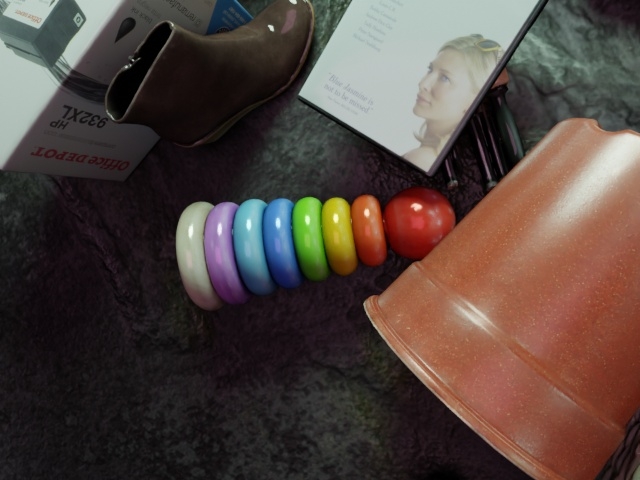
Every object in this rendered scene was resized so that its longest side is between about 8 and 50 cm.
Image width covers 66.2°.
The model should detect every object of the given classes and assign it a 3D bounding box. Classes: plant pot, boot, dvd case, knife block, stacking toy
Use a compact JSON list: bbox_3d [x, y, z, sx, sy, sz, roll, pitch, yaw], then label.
[{"bbox_3d":[0.231,0.047,0.480,0.272,0.272,0.265,39,98,9],"label":"plant pot"},{"bbox_3d":[-0.114,-0.213,0.578,0.090,0.207,0.248,44,102,8],"label":"boot"},{"bbox_3d":[0.112,-0.219,0.527,0.180,0.022,0.253,33,100,11],"label":"dvd case"},{"bbox_3d":[0.173,-0.203,0.571,0.242,0.088,0.275,28,99,10],"label":"knife block"},{"bbox_3d":[0.000,0.000,0.614,0.330,0.141,0.141,-8,91,7],"label":"stacking toy"}]

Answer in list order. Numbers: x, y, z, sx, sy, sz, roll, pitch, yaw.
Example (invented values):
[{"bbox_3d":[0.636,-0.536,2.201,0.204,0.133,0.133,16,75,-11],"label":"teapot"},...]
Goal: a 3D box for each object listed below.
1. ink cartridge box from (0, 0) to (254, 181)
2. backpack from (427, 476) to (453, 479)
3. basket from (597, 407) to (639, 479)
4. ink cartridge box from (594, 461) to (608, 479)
[{"bbox_3d":[-0.257,-0.228,0.604,0.129,0.223,0.307,46,102,7],"label":"ink cartridge box"},{"bbox_3d":[0.121,0.397,0.588,0.115,0.152,0.182,40,113,18],"label":"backpack"},{"bbox_3d":[0.419,0.264,0.376,0.331,0.266,0.328,21,98,11],"label":"basket"},{"bbox_3d":[0.474,0.193,0.528,0.296,0.066,0.261,16,96,12],"label":"ink cartridge box"}]
